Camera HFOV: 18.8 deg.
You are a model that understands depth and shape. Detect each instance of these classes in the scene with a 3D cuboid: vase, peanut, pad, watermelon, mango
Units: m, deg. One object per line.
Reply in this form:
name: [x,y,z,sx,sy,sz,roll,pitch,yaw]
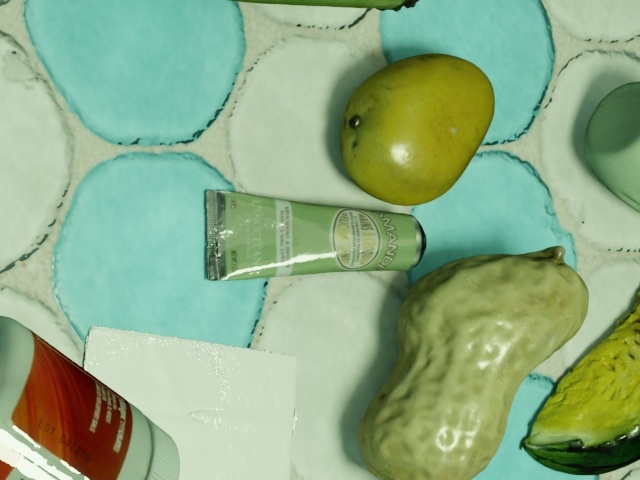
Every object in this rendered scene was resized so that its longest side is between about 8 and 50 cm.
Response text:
vase: [0.392,-0.069,2.079,0.248,0.128,0.128,35,66,-36]
peanut: [0.136,0.116,1.874,0.159,0.143,0.291,33,69,10]
pad: [-0.119,0.168,1.771,0.232,0.004,0.156,11,78,-33]
watermelon: [0.335,0.149,2.044,0.129,0.123,0.301,39,61,11]
mango: [0.099,-0.112,1.898,0.195,0.098,0.137,-29,98,-40]

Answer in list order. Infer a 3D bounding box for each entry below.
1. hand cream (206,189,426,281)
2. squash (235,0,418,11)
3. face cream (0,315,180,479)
hand cream: [0.000,0.000,1.845,0.235,0.055,0.086,3,80,-27]
squash: [-0.069,-0.357,1.728,0.309,0.310,0.310,-1,85,-20]
face cream: [-0.246,0.189,1.563,0.187,0.201,0.201,40,65,-24]
